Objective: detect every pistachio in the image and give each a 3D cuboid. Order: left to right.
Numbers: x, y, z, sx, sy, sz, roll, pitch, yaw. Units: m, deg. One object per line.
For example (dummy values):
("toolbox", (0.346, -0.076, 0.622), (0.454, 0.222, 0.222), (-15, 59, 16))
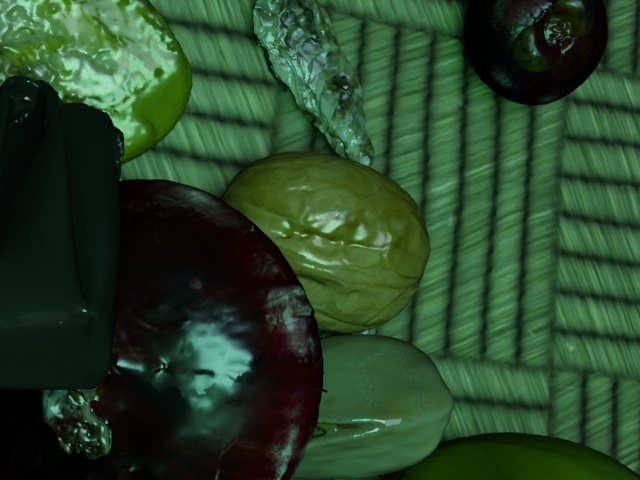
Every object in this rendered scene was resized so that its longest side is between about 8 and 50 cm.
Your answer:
("pistachio", (0.010, 0.150, 1.106), (0.152, 0.223, 0.126), (-15, 96, -68))

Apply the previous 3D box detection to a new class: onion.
("onion", (-0.156, 0.100, 0.981), (0.232, 0.314, 0.314), (6, 81, -67))

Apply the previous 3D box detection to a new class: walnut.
("walnut", (0.000, 0.000, 1.126), (0.206, 0.159, 0.159), (14, 80, -15))

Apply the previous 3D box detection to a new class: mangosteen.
("mangosteen", (0.220, -0.211, 1.242), (0.152, 0.152, 0.153), (2, 85, -23))

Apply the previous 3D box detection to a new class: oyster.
("oyster", (0.007, -0.160, 1.191), (0.106, 0.061, 0.200), (-44, 103, -22))

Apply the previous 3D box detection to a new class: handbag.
("handbag", (-0.282, -0.015, 0.862), (0.285, 0.113, 0.257), (0, 48, -5))

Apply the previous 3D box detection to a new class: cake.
("cake", (-0.236, -0.168, 1.036), (0.179, 0.156, 0.260), (-40, 97, -4))

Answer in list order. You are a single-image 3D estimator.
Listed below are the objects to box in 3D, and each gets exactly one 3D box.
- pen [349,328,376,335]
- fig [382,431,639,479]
("pen", (0.044, 0.078, 1.205), (0.028, 0.028, 0.239), (20, 79, -21))
("fig", (0.184, 0.329, 1.097), (0.343, 0.343, 0.343), (2, 85, -23))
